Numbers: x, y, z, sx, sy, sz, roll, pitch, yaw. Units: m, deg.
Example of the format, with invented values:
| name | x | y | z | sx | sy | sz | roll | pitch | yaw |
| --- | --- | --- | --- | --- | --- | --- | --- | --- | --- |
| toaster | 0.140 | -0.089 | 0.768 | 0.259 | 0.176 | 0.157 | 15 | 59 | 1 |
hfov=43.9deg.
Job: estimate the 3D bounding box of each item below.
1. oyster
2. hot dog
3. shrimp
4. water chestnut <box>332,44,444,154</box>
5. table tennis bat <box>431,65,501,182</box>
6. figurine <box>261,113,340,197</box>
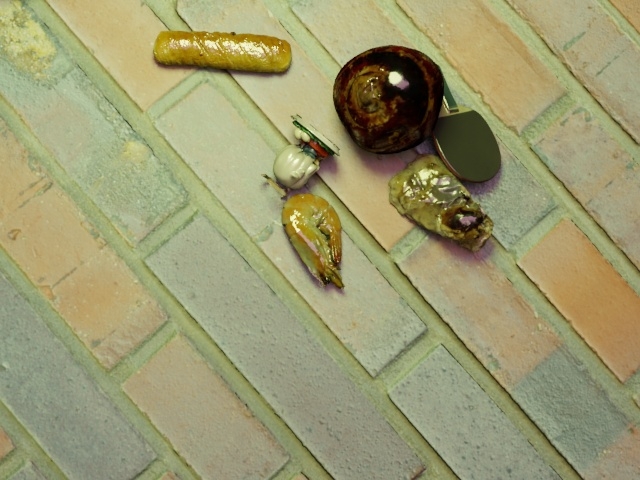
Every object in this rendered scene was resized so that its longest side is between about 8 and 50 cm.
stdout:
| name | x | y | z | sx | sy | sz | roll | pitch | yaw |
| --- | --- | --- | --- | --- | --- | --- | --- | --- | --- |
| oyster | 0.258 | -0.074 | 1.620 | 0.161 | 0.107 | 0.233 | -42 | 85 | -2 |
| hot dog | -0.201 | -0.390 | 1.638 | 0.286 | 0.061 | 0.087 | -2 | 93 | -5 |
| shrimp | 0.001 | -0.001 | 1.606 | 0.115 | 0.051 | 0.217 | -26 | 83 | -11 |
| water chestnut | 0.142 | -0.285 | 1.598 | 0.224 | 0.238 | 0.223 | 8 | 116 | 17 |
| table tennis bat | 0.288 | -0.245 | 1.665 | 0.154 | 0.021 | 0.274 | -16 | 76 | -29 |
| figurine | -0.053 | -0.161 | 1.598 | 0.132 | 0.132 | 0.153 | 39 | 94 | 1 |
